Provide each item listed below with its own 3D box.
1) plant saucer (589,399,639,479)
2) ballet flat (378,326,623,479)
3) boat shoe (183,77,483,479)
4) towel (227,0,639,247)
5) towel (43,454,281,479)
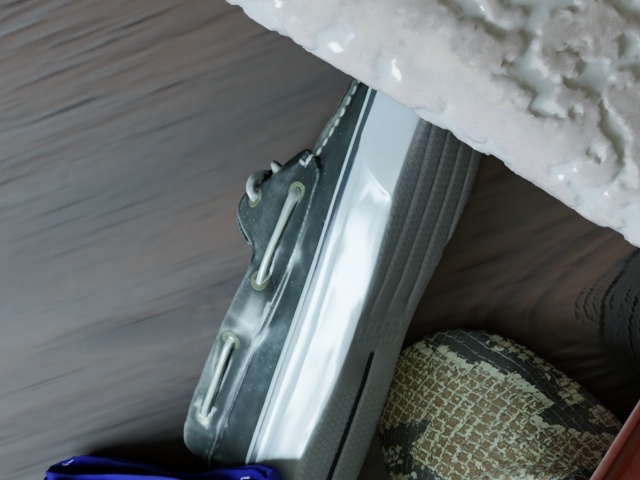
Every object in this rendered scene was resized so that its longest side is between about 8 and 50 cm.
[{"bbox_3d":[0.283,0.151,0.853,0.259,0.048,0.258,39,61,0],"label":"plant saucer"},{"bbox_3d":[0.184,0.273,0.887,0.164,0.182,0.483,-31,95,19],"label":"ballet flat"},{"bbox_3d":[0.000,0.000,0.893,0.119,0.121,0.335,24,97,25],"label":"boat shoe"},{"bbox_3d":[0.152,-0.187,0.801,0.332,0.053,0.317,30,87,-7],"label":"towel"},{"bbox_3d":[-0.064,0.280,0.927,0.227,0.076,0.308,-7,107,50],"label":"towel"}]
